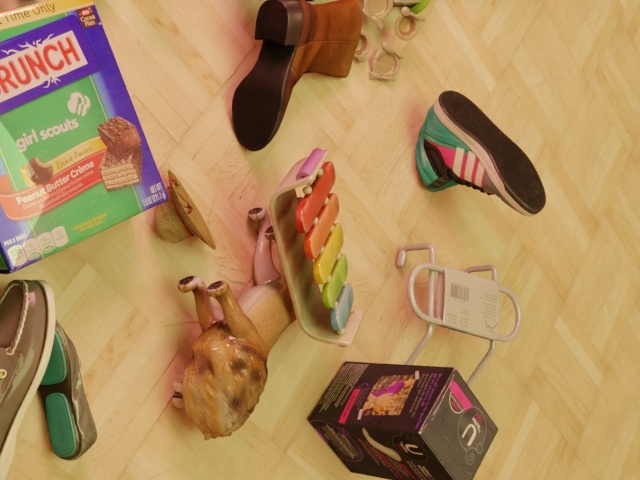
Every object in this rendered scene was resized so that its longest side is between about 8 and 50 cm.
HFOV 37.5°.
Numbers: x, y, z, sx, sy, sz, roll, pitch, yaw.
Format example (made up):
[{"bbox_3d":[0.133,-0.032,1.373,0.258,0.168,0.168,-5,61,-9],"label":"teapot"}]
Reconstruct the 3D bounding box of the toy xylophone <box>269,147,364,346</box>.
[{"bbox_3d":[0.000,0.000,1.534,0.236,0.081,0.323,-70,150,-52],"label":"toy xylophone"}]

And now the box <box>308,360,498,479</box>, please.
[{"bbox_3d":[0.141,0.317,1.634,0.165,0.270,0.143,54,55,-26],"label":"box"}]

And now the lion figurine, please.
[{"bbox_3d":[-0.102,0.119,1.519,0.392,0.142,0.240,-44,123,-40],"label":"lion figurine"}]

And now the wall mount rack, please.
[{"bbox_3d":[0.245,0.176,1.846,0.350,0.130,0.304,18,72,-40],"label":"wall mount rack"}]

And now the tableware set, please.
[{"bbox_3d":[0.119,-0.391,1.796,0.141,0.020,0.169,22,99,-32],"label":"tableware set"}]

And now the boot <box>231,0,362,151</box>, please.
[{"bbox_3d":[-0.035,-0.294,1.644,0.280,0.096,0.264,-21,123,-60],"label":"boot"}]

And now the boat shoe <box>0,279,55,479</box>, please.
[{"bbox_3d":[-0.433,0.189,1.228,0.091,0.109,0.305,26,74,-43],"label":"boat shoe"}]

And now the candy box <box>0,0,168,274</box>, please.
[{"bbox_3d":[-0.388,-0.151,1.283,0.268,0.122,0.317,-30,106,-39],"label":"candy box"}]

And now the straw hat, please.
[{"bbox_3d":[-0.224,-0.033,1.461,0.061,0.144,0.145,-30,112,1],"label":"straw hat"}]

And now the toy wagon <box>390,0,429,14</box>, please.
[{"bbox_3d":[0.158,-0.626,1.851,0.267,0.068,0.345,42,61,-33],"label":"toy wagon"}]

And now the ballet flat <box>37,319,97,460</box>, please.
[{"bbox_3d":[-0.363,0.202,1.331,0.068,0.072,0.213,-25,106,-69],"label":"ballet flat"}]

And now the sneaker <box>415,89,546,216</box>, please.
[{"bbox_3d":[0.295,-0.134,1.867,0.123,0.178,0.295,-33,80,-38],"label":"sneaker"}]
